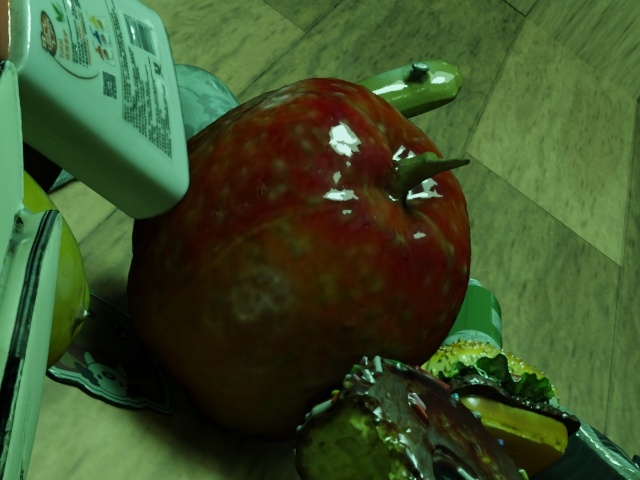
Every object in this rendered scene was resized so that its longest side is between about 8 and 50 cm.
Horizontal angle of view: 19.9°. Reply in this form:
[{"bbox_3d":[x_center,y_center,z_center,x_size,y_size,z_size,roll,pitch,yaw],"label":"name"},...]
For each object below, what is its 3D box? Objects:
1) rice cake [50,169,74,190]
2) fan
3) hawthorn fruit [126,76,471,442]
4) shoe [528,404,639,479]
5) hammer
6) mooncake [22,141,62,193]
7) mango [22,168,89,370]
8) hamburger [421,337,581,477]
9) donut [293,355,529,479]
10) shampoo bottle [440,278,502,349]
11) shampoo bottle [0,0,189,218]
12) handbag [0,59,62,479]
[{"bbox_3d":[-0.215,-0.067,1.481,0.043,0.034,0.211,30,19,7],"label":"rice cake"},{"bbox_3d":[-0.175,0.047,1.332,0.132,0.009,0.220,25,24,-37],"label":"fan"},{"bbox_3d":[-0.017,0.011,1.317,0.258,0.262,0.258,29,9,-5],"label":"hawthorn fruit"},{"bbox_3d":[0.252,0.221,1.546,0.227,0.099,0.112,41,13,13],"label":"shoe"},{"bbox_3d":[-0.013,-0.099,1.584,0.305,0.113,0.202,-19,47,-14],"label":"hammer"},{"bbox_3d":[-0.333,-0.141,1.253,0.334,0.174,0.326,14,32,-49],"label":"mooncake"},{"bbox_3d":[-0.245,-0.014,1.095,0.251,0.156,0.114,52,46,-18],"label":"mango"},{"bbox_3d":[0.128,0.135,1.457,0.166,0.137,0.087,25,44,-44],"label":"hamburger"},{"bbox_3d":[0.065,0.195,1.210,0.216,0.096,0.230,15,49,-56],"label":"donut"},{"bbox_3d":[0.139,0.090,1.695,0.065,0.065,0.204,34,20,-8],"label":"shampoo bottle"},{"bbox_3d":[-0.184,-0.114,1.135,0.284,0.071,0.153,21,56,-60],"label":"shampoo bottle"},{"bbox_3d":[-0.215,0.081,0.872,0.160,0.237,0.358,-1,26,-1],"label":"handbag"}]
